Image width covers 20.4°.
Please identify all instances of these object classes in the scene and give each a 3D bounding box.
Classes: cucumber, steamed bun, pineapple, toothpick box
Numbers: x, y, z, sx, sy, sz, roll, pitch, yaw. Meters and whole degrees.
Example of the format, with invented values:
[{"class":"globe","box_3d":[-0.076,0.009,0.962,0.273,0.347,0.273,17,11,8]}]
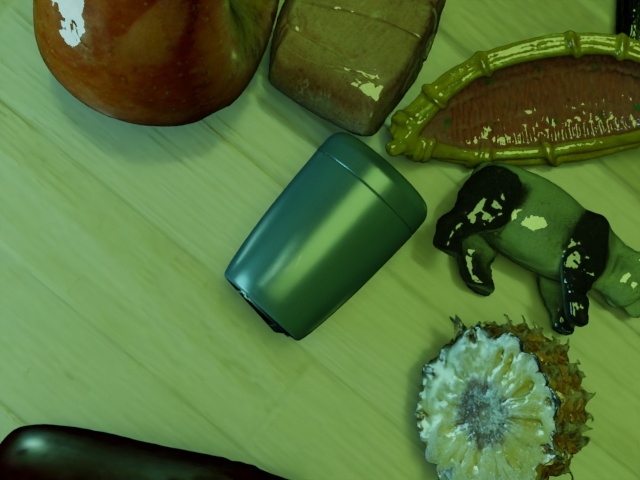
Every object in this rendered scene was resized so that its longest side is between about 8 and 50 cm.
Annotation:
[{"class":"cucumber","box_3d":[0.308,-0.222,1.747,0.033,0.034,0.134,5,84,0]},{"class":"steamed bun","box_3d":[0.030,-0.189,1.684,0.145,0.106,0.175,27,66,11]},{"class":"pineapple","box_3d":[0.191,0.155,1.667,0.161,0.137,0.176,-2,89,38]},{"class":"toothpick box","box_3d":[0.000,0.000,1.657,0.120,0.120,0.184,43,86,0]}]

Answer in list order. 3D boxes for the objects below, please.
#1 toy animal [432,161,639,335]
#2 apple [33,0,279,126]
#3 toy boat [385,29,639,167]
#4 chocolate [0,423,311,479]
[{"class":"toy animal","box_3d":[0.218,0.012,1.691,0.225,0.094,0.121,29,76,-2]},{"class":"apple","box_3d":[-0.153,-0.241,1.605,0.206,0.251,0.271,7,99,15]},{"class":"toy boat","box_3d":[0.219,-0.129,1.688,0.318,0.099,0.141,-6,119,7]},{"class":"chocolate","box_3d":[-0.195,0.313,1.517,0.331,0.383,0.383,26,82,12]}]
